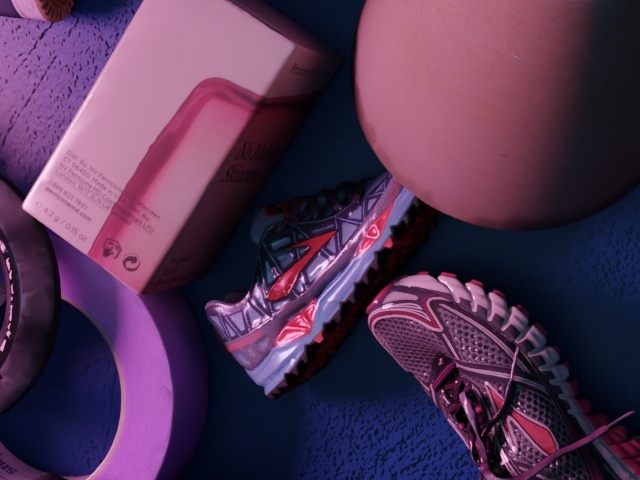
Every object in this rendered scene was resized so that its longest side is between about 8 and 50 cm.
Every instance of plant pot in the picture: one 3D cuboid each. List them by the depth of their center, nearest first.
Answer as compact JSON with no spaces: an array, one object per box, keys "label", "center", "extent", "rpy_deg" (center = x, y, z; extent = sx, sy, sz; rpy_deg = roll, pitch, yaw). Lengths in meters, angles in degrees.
[{"label":"plant pot","center":[0.147,-0.164,0.887],"extent":[0.256,0.274,0.256],"rpy_deg":[0,76,1]}]

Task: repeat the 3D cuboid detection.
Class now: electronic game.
[{"label":"electronic game","center":[-0.316,0.044,1.090],"extent":[0.229,0.048,0.229],"rpy_deg":[1,92,19]}]

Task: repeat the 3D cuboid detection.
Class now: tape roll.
[{"label":"tape roll","center":[-0.239,0.126,1.147],"extent":[0.275,0.090,0.274],"rpy_deg":[1,94,16]}]

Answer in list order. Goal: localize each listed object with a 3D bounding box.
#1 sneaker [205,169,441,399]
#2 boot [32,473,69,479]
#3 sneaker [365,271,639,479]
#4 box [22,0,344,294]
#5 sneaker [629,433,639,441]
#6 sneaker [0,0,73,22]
[{"label":"sneaker","center":[0.000,0.000,1.066],"extent":[0.125,0.104,0.262],"rpy_deg":[41,103,11]},{"label":"boot","center":[-0.178,0.324,1.013],"extent":[0.207,0.094,0.246],"rpy_deg":[20,86,32]},{"label":"sneaker","center":[0.146,0.145,1.004],"extent":[0.299,0.121,0.112],"rpy_deg":[44,59,13]},{"label":"box","center":[-0.106,-0.089,1.064],"extent":[0.127,0.148,0.232],"rpy_deg":[36,102,10]},{"label":"sneaker","center":[0.305,0.212,1.019],"extent":[0.170,0.068,0.071],"rpy_deg":[34,113,13]},{"label":"sneaker","center":[-0.305,-0.314,1.091],"extent":[0.153,0.099,0.282],"rpy_deg":[4,122,18]}]
